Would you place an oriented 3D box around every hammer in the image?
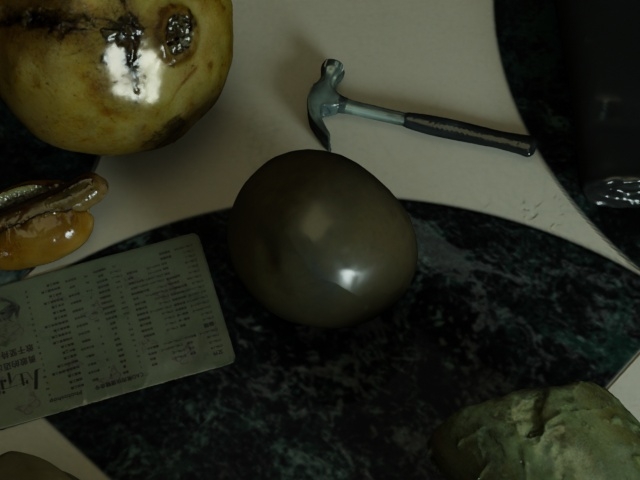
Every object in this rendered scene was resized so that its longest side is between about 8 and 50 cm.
[{"bbox_3d":[0.104,-0.119,1.535,0.246,0.029,0.103,15,59,11],"label":"hammer"}]

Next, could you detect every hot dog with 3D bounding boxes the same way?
[{"bbox_3d":[-0.279,-0.022,1.473,0.140,0.060,0.090,-11,62,-8],"label":"hot dog"}]

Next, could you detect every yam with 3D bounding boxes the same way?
[{"bbox_3d":[0.238,0.243,1.217,0.168,0.168,0.304,-30,62,-16],"label":"yam"}]

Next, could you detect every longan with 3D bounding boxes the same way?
[{"bbox_3d":[0.000,0.000,1.390,0.189,0.189,0.189,-1,57,2],"label":"longan"}]

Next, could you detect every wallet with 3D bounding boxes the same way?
[{"bbox_3d":[0.366,-0.217,1.561,0.228,0.062,0.406,-3,57,1],"label":"wallet"}]

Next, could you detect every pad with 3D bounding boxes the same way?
[{"bbox_3d":[-0.228,0.087,1.431,0.265,0.009,0.159,-16,57,-7],"label":"pad"}]

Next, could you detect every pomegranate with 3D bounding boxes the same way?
[{"bbox_3d":[-0.213,-0.210,1.492,0.260,0.260,0.260,-1,57,2],"label":"pomegranate"}]

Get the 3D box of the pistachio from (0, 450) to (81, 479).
[{"bbox_3d":[-0.231,0.279,1.245,0.135,0.136,0.226,-20,53,-10],"label":"pistachio"}]
